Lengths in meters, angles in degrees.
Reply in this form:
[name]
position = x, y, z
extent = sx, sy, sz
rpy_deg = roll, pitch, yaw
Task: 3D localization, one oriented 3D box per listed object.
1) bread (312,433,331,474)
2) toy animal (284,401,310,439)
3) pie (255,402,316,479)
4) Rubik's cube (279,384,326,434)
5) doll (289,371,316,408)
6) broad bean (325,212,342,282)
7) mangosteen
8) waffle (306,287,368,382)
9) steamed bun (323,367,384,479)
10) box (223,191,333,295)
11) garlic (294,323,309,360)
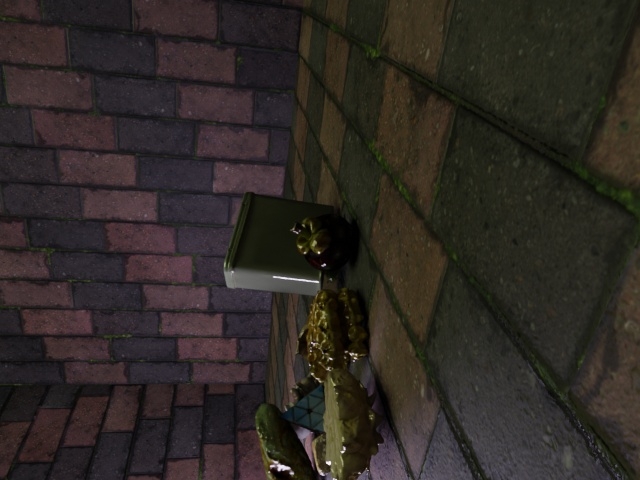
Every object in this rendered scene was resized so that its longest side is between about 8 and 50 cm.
[bread]
position = 0.018, 0.732, 1.755
extent = 0.106, 0.082, 0.125
rpy_deg = 92, 166, -67
[toy animal]
position = -0.100, 0.767, 2.283
extent = 0.221, 0.103, 0.131
rpy_deg = -119, 31, -69
[pie]
position = -0.148, 0.843, 2.039
extent = 0.395, 0.180, 0.419
rpy_deg = 109, 140, -75
[Rubik's cube]
position = -0.046, 0.638, 1.980
extent = 0.211, 0.190, 0.178
rpy_deg = 130, 158, -65
[doll]
position = -0.066, 0.631, 2.097
extent = 0.192, 0.095, 0.150
rpy_deg = -31, -55, -72
[broad bean]
position = 0.050, 0.031, 1.809
extent = 0.053, 0.052, 0.257
rpy_deg = -120, 34, -75
[mangosteen]
position = 0.000, 0.000, 1.642
extent = 0.192, 0.217, 0.193
rpy_deg = -34, 49, 50
[waffle]
position = 0.039, 0.287, 1.579
extent = 0.324, 0.150, 0.262
rpy_deg = 119, 148, -64
[steamed bun]
position = 0.083, 0.475, 1.333
extent = 0.292, 0.136, 0.296
rpy_deg = -113, 22, -64
[box]
position = -0.142, 0.015, 1.862
extent = 0.178, 0.343, 0.352
rpy_deg = 90, -172, -55
[garlic]
position = -0.047, 0.429, 2.153
extent = 0.124, 0.098, 0.175
rpy_deg = -60, -18, -71
